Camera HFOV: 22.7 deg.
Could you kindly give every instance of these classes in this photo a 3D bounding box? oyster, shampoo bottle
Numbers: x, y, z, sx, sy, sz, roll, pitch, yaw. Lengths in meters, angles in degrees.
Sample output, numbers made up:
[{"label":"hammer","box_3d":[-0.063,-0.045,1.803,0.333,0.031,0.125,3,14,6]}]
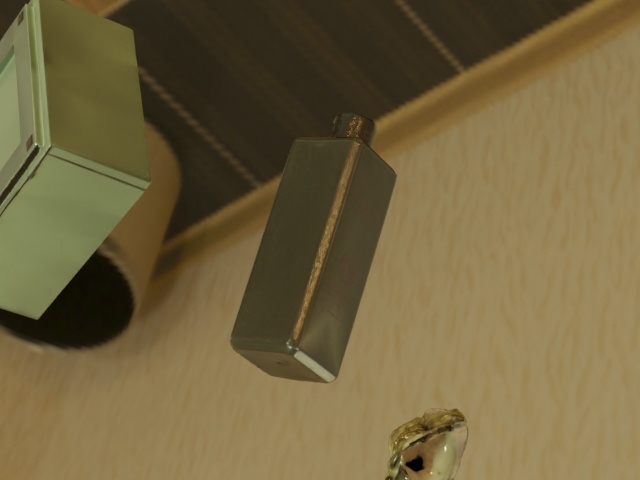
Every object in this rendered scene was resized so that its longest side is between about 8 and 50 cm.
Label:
[{"label":"oyster","box_3d":[0.098,0.250,1.750,0.081,0.163,0.191,30,127,24]},{"label":"shampoo bottle","box_3d":[0.000,0.000,1.420,0.079,0.246,0.080,2,155,35]}]

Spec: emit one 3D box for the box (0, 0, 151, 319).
[{"label":"box","box_3d":[-0.286,-0.084,1.592,0.117,0.225,0.225,20,129,-32]}]
